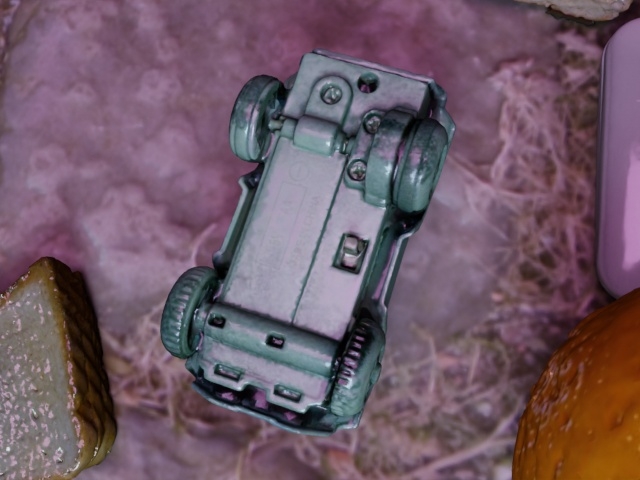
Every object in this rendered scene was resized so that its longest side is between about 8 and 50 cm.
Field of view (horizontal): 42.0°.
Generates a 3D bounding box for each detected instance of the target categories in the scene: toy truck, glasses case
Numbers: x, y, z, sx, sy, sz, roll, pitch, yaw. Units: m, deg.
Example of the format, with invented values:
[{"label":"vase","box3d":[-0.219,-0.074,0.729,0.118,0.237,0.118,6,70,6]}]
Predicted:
[{"label":"toy truck","box3d":[0.000,0.000,0.630,0.155,0.156,0.278,17,83,12]},{"label":"glasses case","box3d":[0.263,-0.063,0.649,0.092,0.059,0.233,2,80,11]}]

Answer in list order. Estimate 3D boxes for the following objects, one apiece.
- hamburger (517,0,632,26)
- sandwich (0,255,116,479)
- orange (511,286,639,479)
[{"label":"hamburger","box3d":[0.144,-0.311,0.675,0.282,0.155,0.245,4,72,5]},{"label":"sandwich","box3d":[-0.290,0.129,0.700,0.215,0.065,0.186,-15,77,7]},{"label":"orange","box3d":[0.267,0.177,0.460,0.341,0.340,0.293,37,74,14]}]
